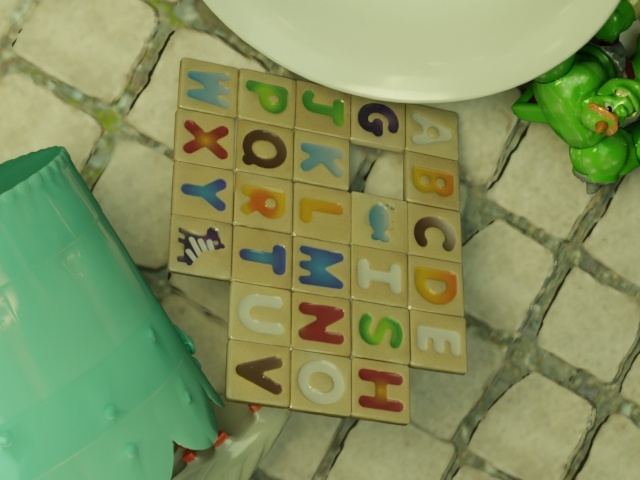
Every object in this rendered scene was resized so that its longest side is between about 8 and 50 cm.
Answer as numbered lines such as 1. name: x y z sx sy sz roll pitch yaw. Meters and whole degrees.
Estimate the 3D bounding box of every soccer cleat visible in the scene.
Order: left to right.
1. soccer cleat: -0.084 0.171 1.041 0.196 0.068 0.076 -46 121 -5

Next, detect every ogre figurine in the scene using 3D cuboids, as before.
1. ogre figurine: 0.196 -0.115 1.064 0.118 0.097 0.197 -43 142 -14

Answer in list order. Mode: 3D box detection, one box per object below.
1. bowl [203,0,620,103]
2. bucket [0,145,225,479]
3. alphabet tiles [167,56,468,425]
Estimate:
1. bowl: 0.055 -0.240 0.955 0.298 0.298 0.134 35 43 -17
2. bucket: -0.214 0.078 0.887 0.281 0.281 0.183 -26 102 -11
3. alphabet tiles: 0.000 0.000 0.999 0.198 0.009 0.237 10 60 -17
